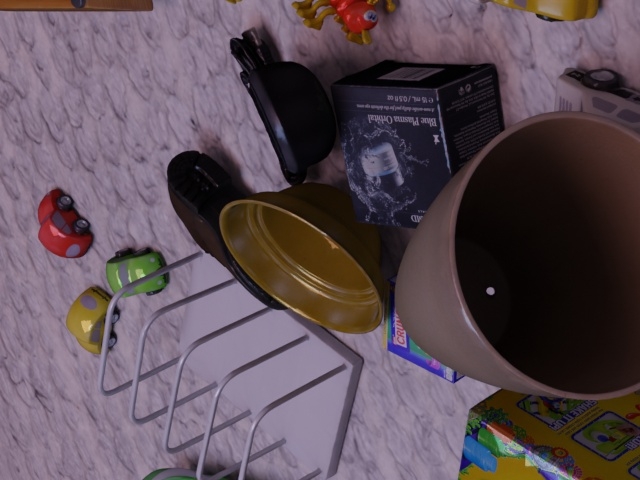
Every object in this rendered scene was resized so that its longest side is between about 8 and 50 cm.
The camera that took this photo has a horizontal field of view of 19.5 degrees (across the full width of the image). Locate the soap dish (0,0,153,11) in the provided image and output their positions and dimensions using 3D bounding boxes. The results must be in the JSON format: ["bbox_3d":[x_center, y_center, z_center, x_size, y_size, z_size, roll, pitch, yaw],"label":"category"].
[{"bbox_3d":[-0.335,-0.383,2.253,0.291,0.118,0.229,7,114,44],"label":"soap dish"}]

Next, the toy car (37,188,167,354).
[{"bbox_3d":[-0.291,0.046,2.472,0.225,0.053,0.239,-4,106,48],"label":"toy car"}]

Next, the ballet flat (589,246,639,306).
[{"bbox_3d":[0.293,0.065,1.832,0.073,0.080,0.232,43,139,3],"label":"ballet flat"}]

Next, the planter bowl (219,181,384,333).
[{"bbox_3d":[0.000,0.000,2.079,0.217,0.090,0.217,28,153,16],"label":"planter bowl"}]

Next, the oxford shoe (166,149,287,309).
[{"bbox_3d":[-0.101,-0.003,2.237,0.227,0.083,0.096,52,158,15],"label":"oxford shoe"}]

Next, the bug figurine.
[{"bbox_3d":[-0.059,-0.295,1.921,0.072,0.279,0.216,-53,52,24],"label":"bug figurine"}]

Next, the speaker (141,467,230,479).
[{"bbox_3d":[-0.114,0.382,2.396,0.296,0.131,0.131,13,119,43],"label":"speaker"}]

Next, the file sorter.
[{"bbox_3d":[-0.120,0.170,2.258,0.278,0.173,0.193,37,132,30],"label":"file sorter"}]

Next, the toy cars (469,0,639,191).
[{"bbox_3d":[0.228,-0.179,1.767,0.393,0.087,0.176,58,140,8],"label":"toy cars"}]

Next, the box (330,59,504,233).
[{"bbox_3d":[0.107,-0.099,1.937,0.156,0.093,0.158,7,115,45],"label":"box"}]

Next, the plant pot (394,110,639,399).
[{"bbox_3d":[0.179,0.035,1.743,0.256,0.256,0.274,65,156,0],"label":"plant pot"}]

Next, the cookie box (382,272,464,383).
[{"bbox_3d":[0.121,0.094,2.058,0.107,0.040,0.091,26,127,38],"label":"cookie box"}]

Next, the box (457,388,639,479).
[{"bbox_3d":[0.290,0.314,1.882,0.279,0.177,0.290,29,129,34],"label":"box"}]

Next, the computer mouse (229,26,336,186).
[{"bbox_3d":[-0.031,-0.146,2.018,0.272,0.072,0.188,-130,18,-82],"label":"computer mouse"}]
